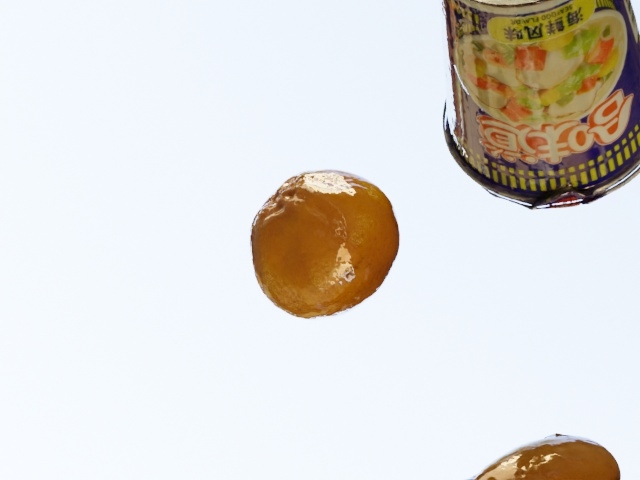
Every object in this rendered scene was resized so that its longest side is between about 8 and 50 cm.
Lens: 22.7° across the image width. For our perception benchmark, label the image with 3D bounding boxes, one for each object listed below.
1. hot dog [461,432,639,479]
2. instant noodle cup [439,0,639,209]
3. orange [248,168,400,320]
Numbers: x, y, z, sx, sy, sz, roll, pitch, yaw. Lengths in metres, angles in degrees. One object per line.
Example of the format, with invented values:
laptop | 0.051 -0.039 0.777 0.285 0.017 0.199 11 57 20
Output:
hot dog | 0.204 0.265 1.634 0.194 0.326 0.107 -54 -126 31
instant noodle cup | 0.250 -0.237 1.832 0.312 0.284 0.284 68 5 -53
orange | 0.000 0.000 1.589 0.159 0.136 0.159 -35 -153 21
